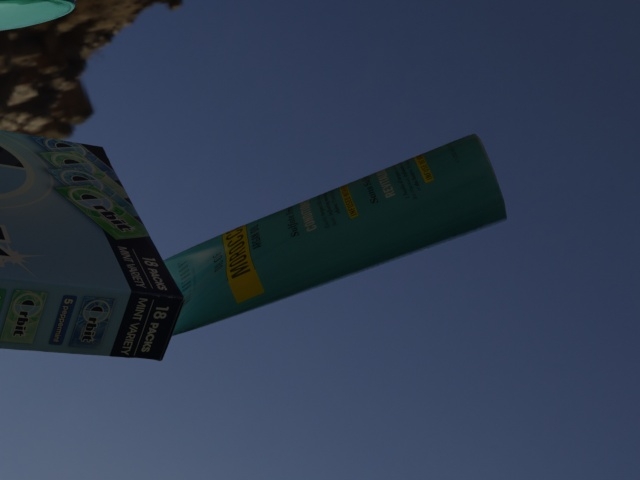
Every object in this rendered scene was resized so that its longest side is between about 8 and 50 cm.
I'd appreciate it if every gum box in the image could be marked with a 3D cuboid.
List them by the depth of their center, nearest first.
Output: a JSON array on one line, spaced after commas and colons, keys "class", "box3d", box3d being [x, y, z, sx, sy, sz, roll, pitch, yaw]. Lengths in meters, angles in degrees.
[{"class": "gum box", "box3d": [-0.177, -0.008, 0.561, 0.157, 0.184, 0.041, 52, -52, 50]}]

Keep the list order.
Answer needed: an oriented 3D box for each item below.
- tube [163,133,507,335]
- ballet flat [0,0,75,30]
[{"class": "tube", "box3d": [0.000, 0.000, 0.662, 0.207, 0.080, 0.052, -21, -66, 3]}, {"class": "ballet flat", "box3d": [-0.238, -0.145, 0.663, 0.213, 0.072, 0.068, -10, -97, 16]}]
